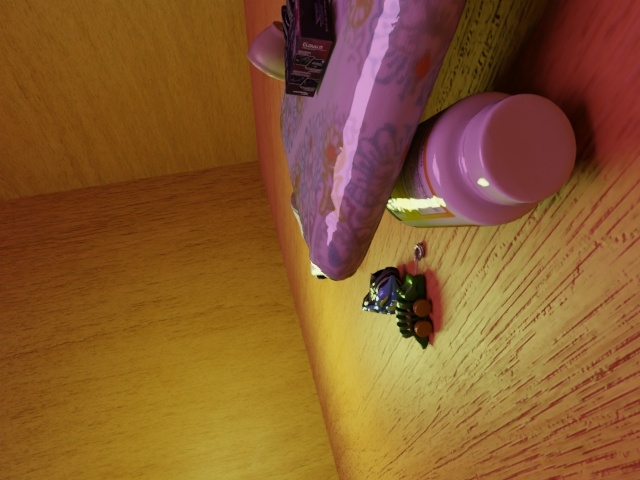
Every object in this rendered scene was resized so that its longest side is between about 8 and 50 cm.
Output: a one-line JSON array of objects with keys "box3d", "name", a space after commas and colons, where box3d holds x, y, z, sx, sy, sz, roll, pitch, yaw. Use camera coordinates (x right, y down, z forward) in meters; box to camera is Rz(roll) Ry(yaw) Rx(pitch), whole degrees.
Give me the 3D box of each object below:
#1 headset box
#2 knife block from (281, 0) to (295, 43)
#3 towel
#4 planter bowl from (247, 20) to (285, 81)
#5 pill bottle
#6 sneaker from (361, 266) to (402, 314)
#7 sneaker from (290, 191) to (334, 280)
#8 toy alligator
[{"box3d": [-0.013, -0.191, 0.446, 0.083, 0.032, 0.062, 123, 146, -62], "name": "headset box"}, {"box3d": [-0.023, -0.429, 1.037, 0.242, 0.088, 0.276, 89, 166, -46], "name": "knife block"}, {"box3d": [0.028, -0.195, 0.530, 0.375, 0.090, 0.321, -104, 21, -49], "name": "towel"}, {"box3d": [-0.106, -0.526, 1.264, 0.109, 0.162, 0.162, -58, 37, 34], "name": "planter bowl"}, {"box3d": [0.138, -0.072, 0.454, 0.215, 0.117, 0.118, -175, 74, -79], "name": "pill bottle"}, {"box3d": [0.124, 0.099, 0.897, 0.188, 0.067, 0.078, 103, 175, -69], "name": "sneaker"}, {"box3d": [0.000, 0.001, 1.244, 0.316, 0.127, 0.182, -116, 20, -49], "name": "sneaker"}, {"box3d": [0.147, 0.097, 0.760, 0.056, 0.051, 0.190, -131, 32, -69], "name": "toy alligator"}]
